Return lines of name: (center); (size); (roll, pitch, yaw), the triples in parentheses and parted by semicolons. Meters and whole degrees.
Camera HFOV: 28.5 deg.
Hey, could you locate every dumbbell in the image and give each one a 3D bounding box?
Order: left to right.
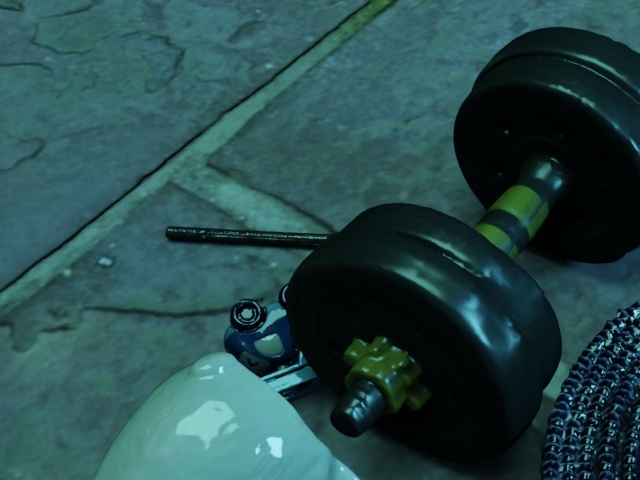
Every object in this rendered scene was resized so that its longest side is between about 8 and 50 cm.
dumbbell: (0.128, -0.003, 0.887); (0.185, 0.185, 0.388); (23, 54, 29)

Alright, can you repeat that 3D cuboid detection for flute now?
flute: (0.000, 0.000, 1.026); (0.269, 0.014, 0.014); (3, 46, 13)

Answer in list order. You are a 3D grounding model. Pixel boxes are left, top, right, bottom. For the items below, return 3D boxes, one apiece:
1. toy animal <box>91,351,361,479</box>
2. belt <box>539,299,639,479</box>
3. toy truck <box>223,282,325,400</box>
toy animal: (-0.107, 0.207, 0.774); (0.140, 0.138, 0.282); (26, 78, 40)
belt: (0.266, 0.154, 0.756); (0.260, 0.122, 0.325); (1, 43, 21)
toy truck: (-0.052, 0.087, 0.921); (0.136, 0.063, 0.074); (-20, 67, -8)
